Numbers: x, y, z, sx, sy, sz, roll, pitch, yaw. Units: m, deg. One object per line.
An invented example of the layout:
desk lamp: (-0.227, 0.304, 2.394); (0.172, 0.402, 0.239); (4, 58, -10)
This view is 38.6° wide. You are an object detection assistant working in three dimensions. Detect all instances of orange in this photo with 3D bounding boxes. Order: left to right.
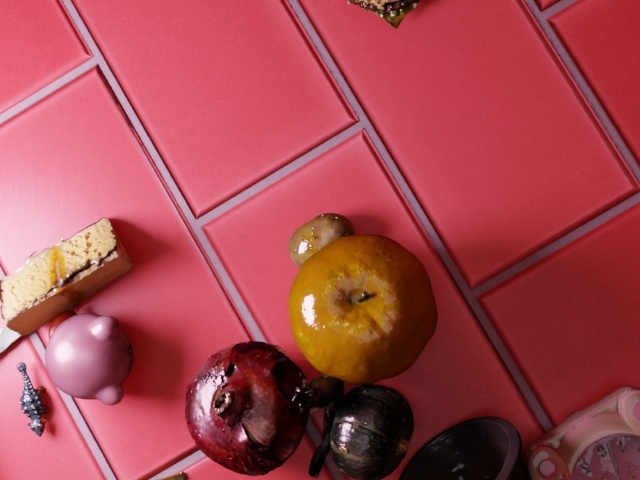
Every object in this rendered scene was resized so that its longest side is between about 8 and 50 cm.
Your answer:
orange: (0.077, 0.128, 1.685); (0.279, 0.235, 0.279); (-2, 75, 7)

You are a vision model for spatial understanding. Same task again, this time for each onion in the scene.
onion: (-0.141, 0.313, 1.701); (0.252, 0.219, 0.252); (-2, 79, 13)

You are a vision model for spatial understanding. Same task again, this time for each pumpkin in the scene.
pumpkin: (0.096, 0.356, 1.692); (0.146, 0.190, 0.190); (15, 88, 8)

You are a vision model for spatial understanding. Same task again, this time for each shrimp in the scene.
shrimp: (-0.007, 0.340, 1.666); (0.051, 0.262, 0.198); (6, 85, 17)

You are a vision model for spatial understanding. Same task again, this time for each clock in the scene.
clock: (0.557, 0.455, 1.683); (0.284, 0.114, 0.309); (-32, 86, 1)

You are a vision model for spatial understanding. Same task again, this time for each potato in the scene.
potato: (0.000, 0.000, 1.779); (0.138, 0.070, 0.092); (-31, 79, 3)

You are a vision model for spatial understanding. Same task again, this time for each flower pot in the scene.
flower pot: (0.282, 0.470, 1.662); (0.269, 0.269, 0.166); (-35, 107, 3)

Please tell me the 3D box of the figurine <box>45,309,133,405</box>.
figurine: (-0.443, 0.223, 1.759); (0.173, 0.173, 0.173); (0, 87, 5)

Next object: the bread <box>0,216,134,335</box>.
bread: (-0.501, 0.074, 1.790); (0.266, 0.142, 0.178); (-30, 47, -6)

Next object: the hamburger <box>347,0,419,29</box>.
hamburger: (0.133, -0.560, 1.763); (0.243, 0.138, 0.262); (37, 92, 7)

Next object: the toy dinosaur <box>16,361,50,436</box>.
toy dinosaur: (-0.578, 0.317, 1.824); (0.049, 0.055, 0.154); (-17, 88, 8)

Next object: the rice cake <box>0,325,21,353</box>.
rice cake: (-0.654, 0.212, 1.846); (0.211, 0.034, 0.043); (-40, 93, 1)

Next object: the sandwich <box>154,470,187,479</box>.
sandwich: (-0.359, 0.545, 1.812); (0.187, 0.144, 0.117); (-17, 85, -32)
